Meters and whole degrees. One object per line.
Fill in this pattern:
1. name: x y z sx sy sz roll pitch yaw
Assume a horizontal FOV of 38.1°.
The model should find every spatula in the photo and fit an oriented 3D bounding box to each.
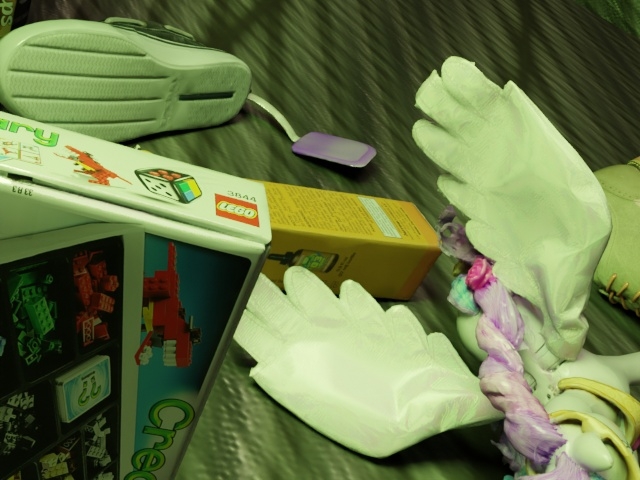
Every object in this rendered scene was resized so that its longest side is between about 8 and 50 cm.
1. spatula: -0.070 -0.159 1.121 0.296 0.030 0.084 29 30 8

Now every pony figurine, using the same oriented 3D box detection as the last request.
1. pony figurine: 0.156 0.073 0.740 0.351 0.303 0.363 44 19 14

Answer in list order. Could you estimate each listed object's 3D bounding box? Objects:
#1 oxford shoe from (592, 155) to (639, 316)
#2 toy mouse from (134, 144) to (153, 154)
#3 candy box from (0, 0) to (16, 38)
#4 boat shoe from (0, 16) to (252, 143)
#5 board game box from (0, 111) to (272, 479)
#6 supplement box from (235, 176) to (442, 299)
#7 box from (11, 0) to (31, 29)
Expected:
1. oxford shoe: 0.397 0.064 1.060 0.146 0.140 0.397 -13 44 -3
2. toy mouse: -0.207 -0.060 0.869 0.143 0.031 0.161 0 39 -36
3. candy box: -0.435 -0.263 0.868 0.316 0.183 0.087 32 30 12
4. boat shoe: -0.219 -0.175 0.979 0.119 0.121 0.335 32 20 28
5. board game box: -0.162 0.088 0.404 0.193 0.305 0.053 15 29 -17
6. supplement box: 0.000 0.000 0.863 0.233 0.078 0.080 6 39 -38
7. box: -0.377 -0.356 0.967 0.143 0.270 0.165 25 31 -1
